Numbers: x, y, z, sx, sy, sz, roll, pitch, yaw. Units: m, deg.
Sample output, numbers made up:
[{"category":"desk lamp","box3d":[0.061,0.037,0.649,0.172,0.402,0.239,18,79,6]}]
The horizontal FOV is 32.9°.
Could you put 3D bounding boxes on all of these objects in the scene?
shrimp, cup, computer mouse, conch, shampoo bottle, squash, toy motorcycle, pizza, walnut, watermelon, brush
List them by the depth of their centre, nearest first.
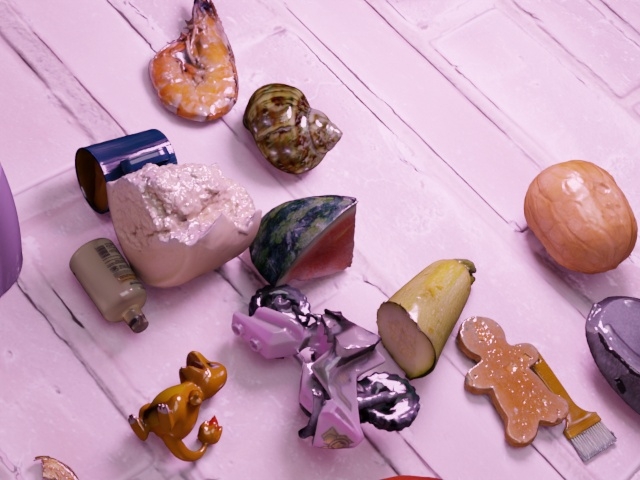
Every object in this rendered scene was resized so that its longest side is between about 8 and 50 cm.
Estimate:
[{"category":"pizza","box3d":[-0.369,0.330,1.526,0.083,0.016,0.037,37,51,4]},{"category":"toy motorcycle","box3d":[-0.009,0.200,1.668,0.327,0.143,0.188,38,52,19]},{"category":"shampoo bottle","box3d":[-0.319,0.077,1.687,0.079,0.079,0.162,-26,68,-32]},{"category":"cup","box3d":[-0.310,-0.113,1.795,0.138,0.113,0.150,-22,33,-32]},{"category":"watermelon","box3d":[-0.015,-0.017,1.797,0.136,0.207,0.202,58,17,14]},{"category":"squash","box3d":[0.184,0.092,1.833,0.137,0.137,0.287,31,46,5]},{"category":"brush","box3d":[0.412,0.269,1.845,0.083,0.010,0.218,-21,63,-30]},{"category":"computer mouse","box3d":[0.616,0.239,1.873,0.374,0.114,0.203,36,54,18]},{"category":"conch","box3d":[-0.051,-0.211,1.962,0.182,0.124,0.187,29,43,-1]},{"category":"walnut","box3d":[0.478,-0.043,1.987,0.193,0.193,0.225,-14,60,-27]},{"category":"shrimp","box3d":[-0.242,-0.348,2.035,0.164,0.062,0.316,0,58,-16]}]

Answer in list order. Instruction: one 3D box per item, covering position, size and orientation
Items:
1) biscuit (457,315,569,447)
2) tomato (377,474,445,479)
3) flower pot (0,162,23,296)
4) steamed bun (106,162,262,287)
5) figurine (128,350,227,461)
[{"category":"biscuit","box3d":[0.313,0.227,1.825,0.153,0.030,0.234,-23,65,-29]},{"category":"tomato","box3d":[0.106,0.473,1.431,0.341,0.273,0.341,32,41,-32]},{"category":"flower pot","box3d":[-0.571,-0.040,1.584,0.265,0.243,0.265,8,54,-11]},{"category":"steamed bun","box3d":[-0.199,-0.042,1.724,0.225,0.170,0.199,-28,108,-47]},{"category":"figurine","box3d":[-0.187,0.249,1.612,0.122,0.121,0.176,54,41,-14]}]
